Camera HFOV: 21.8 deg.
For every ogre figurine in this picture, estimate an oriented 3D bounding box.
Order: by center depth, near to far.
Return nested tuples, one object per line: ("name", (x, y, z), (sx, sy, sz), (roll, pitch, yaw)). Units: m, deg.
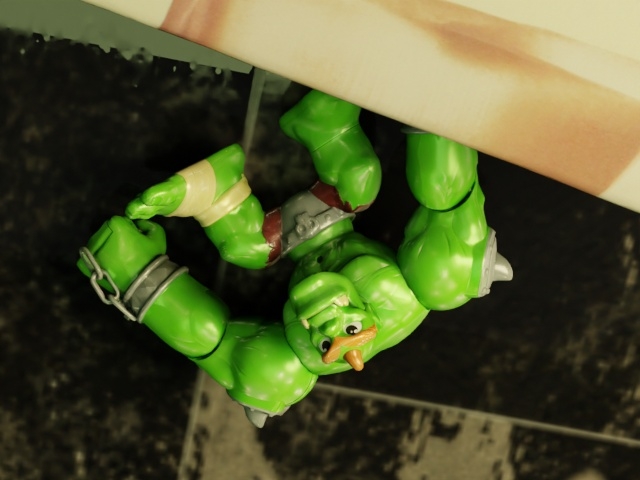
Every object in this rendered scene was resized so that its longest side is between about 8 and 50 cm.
("ogre figurine", (0.000, 0.000, 0.736), (0.197, 0.097, 0.118), (-32, 90, -4))

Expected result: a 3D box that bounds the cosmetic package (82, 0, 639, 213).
("cosmetic package", (0.065, -0.119, 0.627), (0.296, 0.153, 0.129), (22, 118, -2))
